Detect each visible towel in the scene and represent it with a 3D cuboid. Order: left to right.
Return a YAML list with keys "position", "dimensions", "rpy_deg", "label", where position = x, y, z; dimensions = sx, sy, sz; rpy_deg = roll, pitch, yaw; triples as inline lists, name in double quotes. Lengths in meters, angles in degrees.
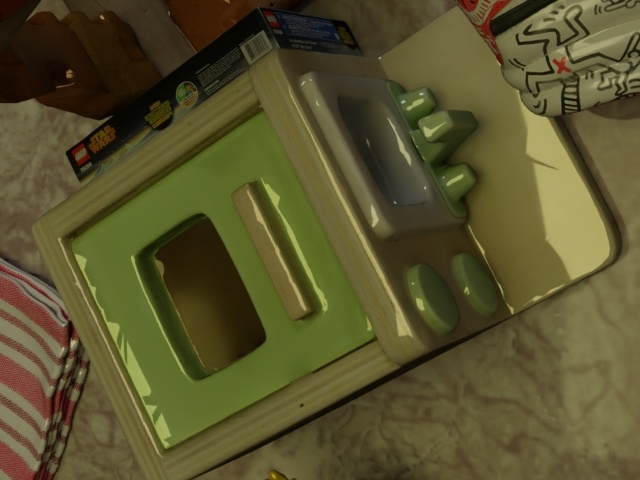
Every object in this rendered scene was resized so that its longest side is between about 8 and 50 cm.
- position: [-0.226, 0.105, 0.779]
  dimensions: [0.144, 0.029, 0.197]
  rpy_deg: [25, 105, 24]
  label: "towel"

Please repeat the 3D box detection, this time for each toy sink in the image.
- position: [0.000, 0.000, 0.594]
  dimensions: [0.234, 0.131, 0.153]
  rpy_deg: [-30, 81, 26]
  label: "toy sink"

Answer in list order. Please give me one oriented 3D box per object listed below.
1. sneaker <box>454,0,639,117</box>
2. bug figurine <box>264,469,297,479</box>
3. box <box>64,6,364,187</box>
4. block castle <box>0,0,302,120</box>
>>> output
- position: [0.181, -0.157, 0.520]
  dimensions: [0.270, 0.090, 0.145]
  rpy_deg: [-27, 110, 8]
  label: "sneaker"
- position: [0.012, 0.241, 0.640]
  dimensions: [0.279, 0.072, 0.216]
  rpy_deg: [46, 119, 12]
  label: "bug figurine"
- position: [-0.054, -0.071, 0.637]
  dimensions: [0.137, 0.094, 0.027]
  rpy_deg: [-32, 80, 26]
  label: "box"
- position: [-0.043, -0.245, 0.503]
  dimensions: [0.453, 0.303, 0.213]
  rpy_deg: [-36, 84, 25]
  label: "block castle"
